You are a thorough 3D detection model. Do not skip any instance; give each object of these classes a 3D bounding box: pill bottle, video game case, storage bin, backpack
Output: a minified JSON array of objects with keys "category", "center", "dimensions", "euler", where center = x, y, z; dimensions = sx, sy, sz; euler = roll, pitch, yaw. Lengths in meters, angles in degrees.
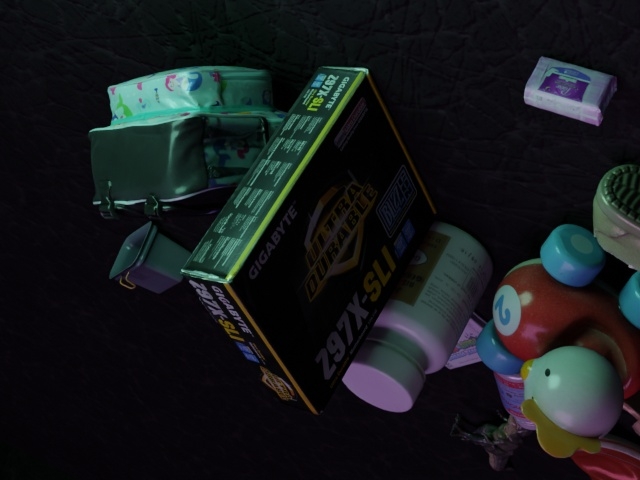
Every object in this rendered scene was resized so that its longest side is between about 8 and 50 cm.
[{"category":"pill bottle","center":[0.119,0.097,1.604],"dimensions":[0.131,0.229,0.131],"euler":[24,151,14]},{"category":"video game case","center":[0.182,0.128,1.819],"dimensions":[0.143,0.019,0.157],"euler":[39,152,-14]},{"category":"storage bin","center":[-0.277,0.041,2.062],"dimensions":[0.091,0.098,0.135],"euler":[29,154,-18]},{"category":"backpack","center":[-0.133,-0.114,1.530],"dimensions":[0.253,0.191,0.225],"euler":[2,177,-43]},{"category":"pill bottle","center":[0.290,0.197,1.750],"dimensions":[0.087,0.087,0.160],"euler":[15,148,28]}]

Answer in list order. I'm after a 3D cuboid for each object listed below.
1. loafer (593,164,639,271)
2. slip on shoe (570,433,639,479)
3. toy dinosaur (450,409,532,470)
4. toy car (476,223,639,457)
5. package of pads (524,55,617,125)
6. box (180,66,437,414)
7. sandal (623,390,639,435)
[{"category":"loafer","center":[0.406,0.020,1.347],"dimensions":[0.268,0.102,0.092],"euler":[38,154,7]},{"category":"slip on shoe","center":[0.476,0.392,1.872],"dimensions":[0.331,0.101,0.123],"euler":[45,151,-21]},{"category":"toy dinosaur","center":[0.268,0.315,1.999],"dimensions":[0.118,0.064,0.268],"euler":[19,154,9]},{"category":"toy car","center":[0.281,0.149,1.461],"dimensions":[0.210,0.238,0.219],"euler":[30,132,3]},{"category":"package of pads","center":[0.251,-0.150,1.263],"dimensions":[0.083,0.050,0.032],"euler":[20,150,20]},{"category":"box","center":[0.000,0.000,1.466],"dimensions":[0.079,0.322,0.257],"euler":[11,146,35]},{"category":"sandal","center":[0.395,0.173,1.638],"dimensions":[0.240,0.088,0.079],"euler":[41,119,11]}]
